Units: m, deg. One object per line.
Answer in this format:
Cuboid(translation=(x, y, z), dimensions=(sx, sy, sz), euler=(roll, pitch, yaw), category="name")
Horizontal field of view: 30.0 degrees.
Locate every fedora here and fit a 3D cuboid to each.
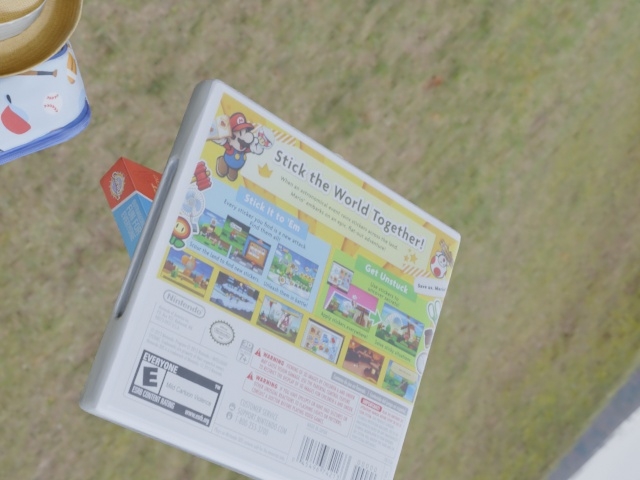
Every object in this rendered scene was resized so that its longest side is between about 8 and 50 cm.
Cuboid(translation=(-0.254, -0.213, 0.875), dimensions=(0.194, 0.194, 0.079), euler=(-33, -172, -36), category="fedora")

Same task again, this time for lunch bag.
Cuboid(translation=(-0.391, -0.166, 1.255), dimensions=(0.243, 0.303, 0.115), euler=(-26, 126, -16), category="lunch bag")

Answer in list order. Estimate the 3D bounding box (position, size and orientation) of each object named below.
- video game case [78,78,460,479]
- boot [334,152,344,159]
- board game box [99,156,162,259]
Cuboid(translation=(-0.018, 0.044, 0.739), dimensions=(0.026, 0.227, 0.206), euler=(-4, -117, 51), category="video game case")
Cuboid(translation=(0.000, 0.000, 1.780), dimensions=(0.203, 0.262, 0.095), euler=(-11, -161, 40), category="boot")
Cuboid(translation=(-0.201, 0.008, 2.009), dimensions=(0.064, 0.242, 0.316), euler=(-46, 139, 20), category="board game box")
